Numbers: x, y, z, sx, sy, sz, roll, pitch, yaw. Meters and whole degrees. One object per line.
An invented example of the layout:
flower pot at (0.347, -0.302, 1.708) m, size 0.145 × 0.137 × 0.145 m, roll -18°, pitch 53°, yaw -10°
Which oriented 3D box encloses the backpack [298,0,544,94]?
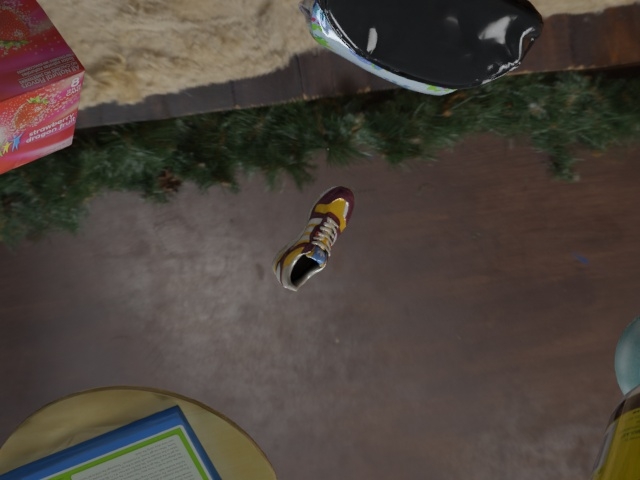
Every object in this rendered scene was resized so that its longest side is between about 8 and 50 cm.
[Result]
backpack at (0.101, -0.337, 1.152) m, size 0.290 × 0.355 × 0.273 m, roll 19°, pitch 126°, yaw -19°

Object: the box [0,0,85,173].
box at (-0.351, -0.115, 0.730) m, size 0.257 × 0.128 × 0.122 m, roll -30°, pitch 78°, yaw -33°

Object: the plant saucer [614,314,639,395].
plant saucer at (0.480, 0.182, 1.110) m, size 0.195 × 0.037 × 0.195 m, roll 11°, pitch 108°, yaw 38°

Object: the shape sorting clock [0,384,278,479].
shape sorting clock at (-0.127, 0.190, 0.578) m, size 0.206 × 0.040 × 0.206 m, roll 0°, pitch 107°, yaw 1°

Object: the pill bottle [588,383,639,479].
pill bottle at (0.156, 0.169, 0.351) m, size 0.117 × 0.117 × 0.215 m, roll 37°, pitch 54°, yaw -3°

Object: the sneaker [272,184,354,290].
sneaker at (0.000, 0.000, 1.321) m, size 0.069 × 0.084 × 0.185 m, roll 32°, pitch 97°, yaw -27°
